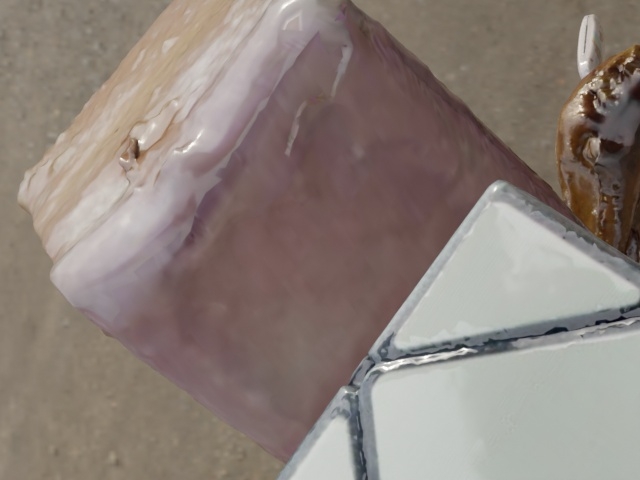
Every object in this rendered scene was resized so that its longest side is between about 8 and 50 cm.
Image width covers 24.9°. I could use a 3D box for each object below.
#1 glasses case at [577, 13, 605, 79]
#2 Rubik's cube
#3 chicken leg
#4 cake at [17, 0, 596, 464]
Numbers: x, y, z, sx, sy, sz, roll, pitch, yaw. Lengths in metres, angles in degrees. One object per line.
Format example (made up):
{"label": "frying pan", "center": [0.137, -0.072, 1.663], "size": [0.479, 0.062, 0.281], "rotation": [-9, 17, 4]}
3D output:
{"label": "glasses case", "center": [0.257, -0.180, 1.376], "size": [0.021, 0.032, 0.083], "rotation": [-13, 44, 29]}
{"label": "Rubik's cube", "center": [0.119, 0.127, 0.642], "size": [0.205, 0.205, 0.207], "rotation": [35, 92, 24]}
{"label": "chicken leg", "center": [0.205, 0.009, 1.056], "size": [0.093, 0.113, 0.304], "rotation": [9, 93, 24]}
{"label": "cake", "center": [0.000, 0.000, 0.878], "size": [0.230, 0.309, 0.237], "rotation": [-46, 27, 4]}
